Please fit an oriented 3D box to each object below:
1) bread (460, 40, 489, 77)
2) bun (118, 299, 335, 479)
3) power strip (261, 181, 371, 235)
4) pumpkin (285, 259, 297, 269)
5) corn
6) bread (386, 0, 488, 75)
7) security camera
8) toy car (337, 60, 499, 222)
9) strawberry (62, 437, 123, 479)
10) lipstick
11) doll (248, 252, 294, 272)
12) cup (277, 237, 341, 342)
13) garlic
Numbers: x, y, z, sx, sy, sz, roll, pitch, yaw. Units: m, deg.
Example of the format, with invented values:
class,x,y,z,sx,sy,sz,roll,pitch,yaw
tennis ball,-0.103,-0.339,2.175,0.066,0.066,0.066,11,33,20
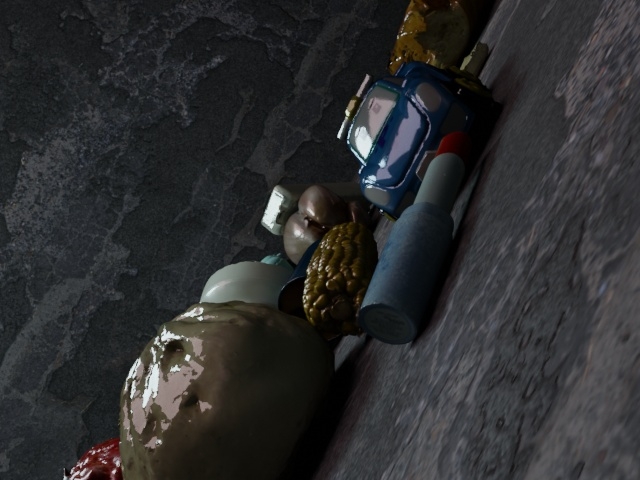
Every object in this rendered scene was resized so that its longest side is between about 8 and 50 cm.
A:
class,x,y,z,sx,sy,sz,roll,pitch,yaw
bread,0.227,-0.247,1.503,0.154,0.028,0.068,-63,3,-15
bun,-0.127,0.227,1.151,0.362,0.234,0.326,99,-166,-78
power strip,0.003,-0.070,1.985,0.338,0.058,0.098,-6,-57,-51
pumpkin,-0.083,0.143,1.975,0.212,0.152,0.211,-59,-2,-4
corn,0.031,0.045,1.251,0.102,0.102,0.313,-60,4,13
bread,0.257,-0.457,1.930,0.344,0.148,0.195,-65,-7,-46
security camera,-0.109,0.174,1.465,0.236,0.194,0.195,-86,20,-46
toy car,0.111,-0.141,1.194,0.314,0.165,0.198,-71,7,-72
strawberry,-0.254,0.436,1.451,0.292,0.309,0.292,179,90,-83
lipstick,0.107,-0.015,0.941,0.068,0.061,0.274,-55,7,49
doll,-0.119,0.078,1.825,0.158,0.059,0.159,-33,17,28
cup,0.000,0.083,1.436,0.150,0.113,0.138,-57,2,31
garlic,0.000,0.000,1.843,0.214,0.160,0.191,-58,-2,10
